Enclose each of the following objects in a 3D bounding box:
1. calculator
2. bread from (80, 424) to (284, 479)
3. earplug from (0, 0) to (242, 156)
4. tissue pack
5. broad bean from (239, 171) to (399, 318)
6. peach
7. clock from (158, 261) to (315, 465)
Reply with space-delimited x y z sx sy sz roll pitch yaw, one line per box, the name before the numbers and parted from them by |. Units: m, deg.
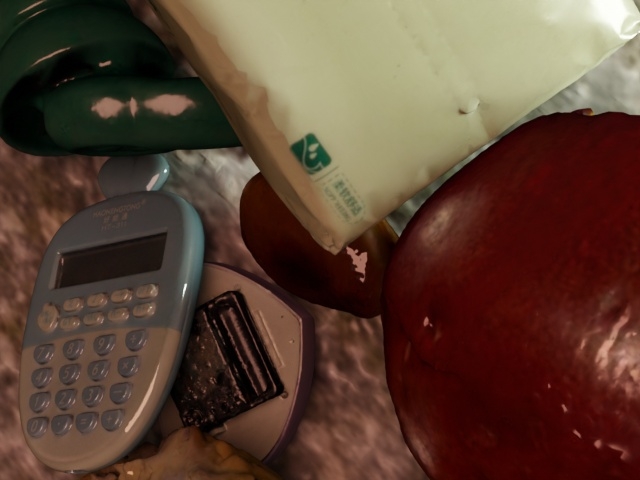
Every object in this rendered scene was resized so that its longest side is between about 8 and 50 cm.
calculator | -0.183 0.055 1.110 0.188 0.042 0.303 -11 58 35
bread | -0.112 0.291 1.044 0.274 0.149 0.274 -13 68 35
earplug | -0.169 -0.155 1.116 0.257 0.164 0.280 -36 67 1
tissue pack | 0.002 -0.231 0.911 0.297 0.207 0.380 -39 113 -2
broad bean | 0.000 0.000 1.100 0.165 0.084 0.114 24 106 19
peach | 0.262 0.078 0.894 0.416 0.339 0.353 -10 59 25
clock | -0.086 0.105 1.106 0.172 0.064 0.198 -28 81 22
